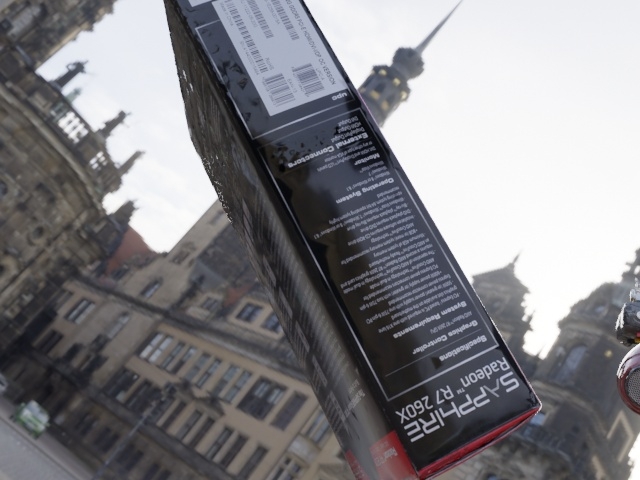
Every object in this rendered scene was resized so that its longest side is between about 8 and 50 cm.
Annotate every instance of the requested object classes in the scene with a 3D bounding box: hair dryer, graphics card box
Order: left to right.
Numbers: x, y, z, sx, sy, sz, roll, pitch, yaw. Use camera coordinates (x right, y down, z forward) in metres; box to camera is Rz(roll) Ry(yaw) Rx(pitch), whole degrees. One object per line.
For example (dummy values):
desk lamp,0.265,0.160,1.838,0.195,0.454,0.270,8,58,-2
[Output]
graphics card box,0.000,0.000,0.556,0.371,0.094,0.233,61,-13,18
hair dryer,0.400,0.093,0.830,0.080,0.223,0.293,20,-30,31
